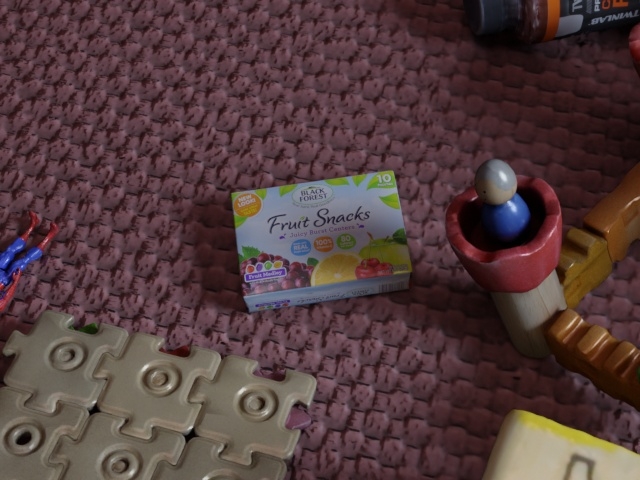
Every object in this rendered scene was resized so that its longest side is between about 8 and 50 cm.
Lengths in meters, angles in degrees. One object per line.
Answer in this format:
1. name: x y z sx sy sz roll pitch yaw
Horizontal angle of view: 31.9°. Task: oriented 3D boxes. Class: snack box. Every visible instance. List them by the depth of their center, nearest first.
1. snack box: 0.000 0.000 0.945 0.141 0.037 0.100 -8 61 -2

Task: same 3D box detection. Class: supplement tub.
1. supplement tub: 0.232 -0.238 1.019 0.198 0.106 0.106 -13 63 -3

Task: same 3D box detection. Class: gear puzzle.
1. gear puzzle: -0.184 0.143 0.872 0.339 0.044 0.175 13 50 9

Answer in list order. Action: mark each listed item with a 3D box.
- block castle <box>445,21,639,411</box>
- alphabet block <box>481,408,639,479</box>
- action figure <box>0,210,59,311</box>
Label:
1. block castle: 0.338 0.016 0.744 0.303 0.213 0.453 -43 47 -13
2. alphabet block: 0.170 0.253 0.724 0.193 0.192 0.197 21 67 11
3. action figure: -0.269 0.027 0.951 0.038 0.030 0.115 28 69 10
